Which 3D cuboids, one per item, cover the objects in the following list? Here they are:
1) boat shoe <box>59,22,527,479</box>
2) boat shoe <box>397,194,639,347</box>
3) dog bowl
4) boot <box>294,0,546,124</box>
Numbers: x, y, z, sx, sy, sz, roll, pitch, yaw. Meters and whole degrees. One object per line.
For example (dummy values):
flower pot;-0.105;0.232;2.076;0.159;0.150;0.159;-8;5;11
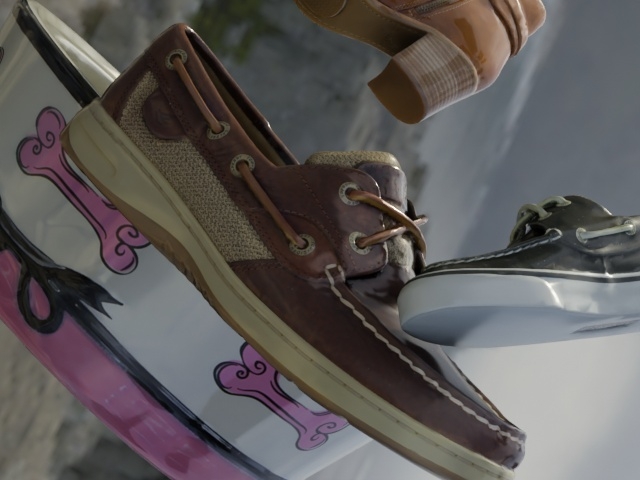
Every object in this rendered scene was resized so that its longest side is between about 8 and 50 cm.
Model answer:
boat shoe;0.000;0.000;1.027;0.123;0.342;0.123;-50;150;4
boat shoe;0.129;0.015;1.004;0.078;0.219;0.070;-30;-113;52
dog bowl;-0.119;0.022;1.336;0.150;0.408;0.408;-45;174;2
boot;0.062;-0.189;1.297;0.152;0.197;0.073;-38;-171;-35
